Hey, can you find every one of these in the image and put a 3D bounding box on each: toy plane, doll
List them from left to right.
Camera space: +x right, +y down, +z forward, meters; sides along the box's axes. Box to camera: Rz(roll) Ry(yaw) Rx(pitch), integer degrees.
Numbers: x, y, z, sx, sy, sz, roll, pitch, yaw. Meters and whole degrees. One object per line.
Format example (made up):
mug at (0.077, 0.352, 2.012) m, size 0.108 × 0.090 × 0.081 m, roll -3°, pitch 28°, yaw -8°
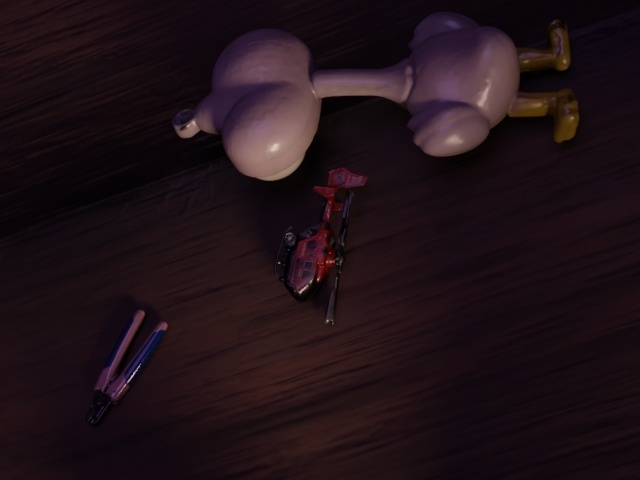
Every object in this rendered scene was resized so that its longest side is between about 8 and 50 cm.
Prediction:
toy plane at (0.000, 0.000, 0.955) m, size 0.060 × 0.037 × 0.145 m, roll 10°, pitch 72°, yaw 19°
doll at (0.039, -0.133, 0.964) m, size 0.365 × 0.094 × 0.160 m, roll -7°, pitch 56°, yaw 15°

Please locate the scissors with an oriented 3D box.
scissors at (-0.180, 0.117, 0.979) m, size 0.039 × 0.012 × 0.113 m, roll 22°, pitch 76°, yaw 27°
